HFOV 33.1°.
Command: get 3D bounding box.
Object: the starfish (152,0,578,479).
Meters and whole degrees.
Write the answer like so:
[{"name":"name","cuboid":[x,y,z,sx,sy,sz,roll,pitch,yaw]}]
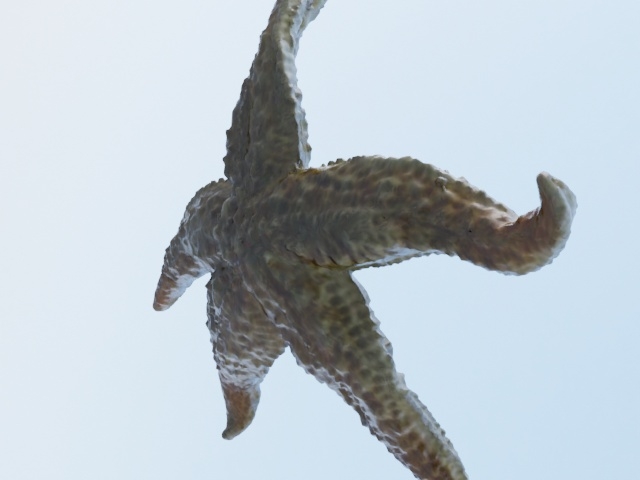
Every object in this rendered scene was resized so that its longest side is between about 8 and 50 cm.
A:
[{"name":"starfish","cuboid":[-0.008,-0.001,0.625,0.375,0.094,0.327,4,-82,50]}]
